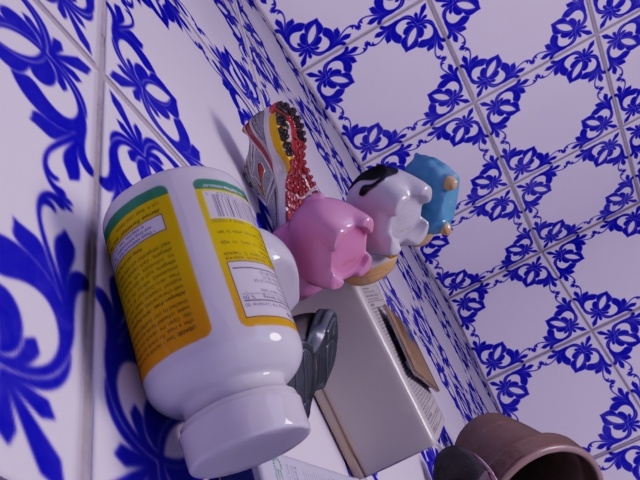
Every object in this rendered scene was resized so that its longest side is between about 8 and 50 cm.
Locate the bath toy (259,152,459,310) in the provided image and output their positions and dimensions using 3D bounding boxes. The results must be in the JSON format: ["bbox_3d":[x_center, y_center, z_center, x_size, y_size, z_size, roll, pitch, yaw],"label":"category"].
[{"bbox_3d":[0.000,0.000,0.759,0.129,0.348,0.151,29,-55,35],"label":"bath toy"}]

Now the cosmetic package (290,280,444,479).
[{"bbox_3d":[0.038,0.128,0.922,0.309,0.113,0.160,63,11,10],"label":"cosmetic package"}]

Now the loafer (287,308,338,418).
[{"bbox_3d":[-0.045,0.128,0.690,0.267,0.084,0.096,-31,124,-76],"label":"loafer"}]

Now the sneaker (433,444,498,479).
[{"bbox_3d":[0.212,0.404,1.063,0.162,0.106,0.281,49,17,-37],"label":"sneaker"}]

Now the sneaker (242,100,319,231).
[{"bbox_3d":[-0.063,-0.089,1.074,0.088,0.093,0.225,6,72,-55],"label":"sneaker"}]

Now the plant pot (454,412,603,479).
[{"bbox_3d":[0.379,0.461,1.410,0.263,0.263,0.229,56,-6,-26],"label":"plant pot"}]

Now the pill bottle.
[{"bbox_3d":[-0.082,0.059,0.528,0.117,0.118,0.208,41,23,-61],"label":"pill bottle"}]

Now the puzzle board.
[{"bbox_3d":[0.117,0.143,0.925,0.128,0.011,0.096,46,18,-59],"label":"puzzle board"}]

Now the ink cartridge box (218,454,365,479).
[{"bbox_3d":[0.021,0.290,0.564,0.224,0.045,0.223,37,26,-49],"label":"ink cartridge box"}]
